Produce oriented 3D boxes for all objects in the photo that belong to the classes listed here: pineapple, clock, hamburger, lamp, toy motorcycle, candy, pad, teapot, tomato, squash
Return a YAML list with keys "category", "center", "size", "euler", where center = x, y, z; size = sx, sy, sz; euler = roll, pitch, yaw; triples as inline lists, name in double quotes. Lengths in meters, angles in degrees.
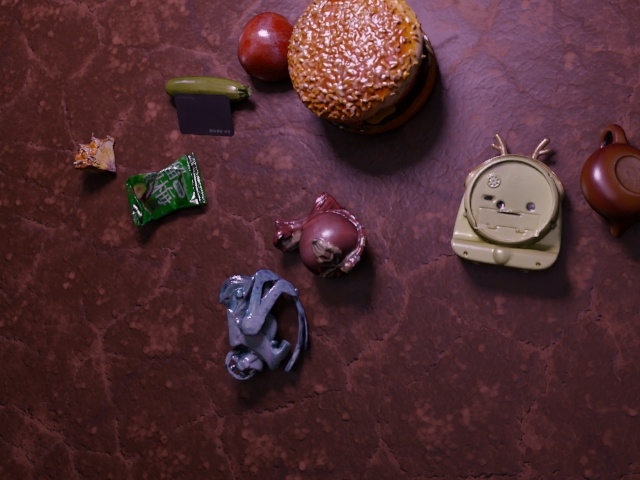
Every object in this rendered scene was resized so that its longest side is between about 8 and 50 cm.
- category: "pineapple"
  center: [-0.589, -0.222, 1.969]
  size: [0.069, 0.116, 0.137]
  euler: [-5, 40, 38]
- category: "clock"
  center: [0.425, -0.089, 1.638]
  size: [0.235, 0.096, 0.308]
  euler: [8, 86, 18]
- category: "hamburger"
  center: [0.093, -0.412, 1.691]
  size: [0.330, 0.250, 0.330]
  euler: [-2, 83, 17]
- category: "lamp"
  center: [0.006, 0.009, 1.742]
  size: [0.215, 0.151, 0.223]
  euler: [-30, 34, 7]
- category: "toy motorcycle"
  center: [-0.136, 0.199, 1.765]
  size: [0.206, 0.154, 0.260]
  euler: [-5, 90, -7]
- category: "candy"
  center: [-0.402, -0.132, 1.909]
  size: [0.203, 0.078, 0.141]
  euler: [-19, 90, 3]
- category: "pad"
  center: [-0.302, -0.325, 1.901]
  size: [0.157, 0.003, 0.112]
  euler: [5, 120, 18]
- category: "teapot"
  center: [0.629, -0.131, 1.573]
  size: [0.178, 0.135, 0.252]
  euler: [8, 65, -15]
- category: "tomato"
  center: [-0.124, -0.481, 1.819]
  size: [0.167, 0.167, 0.167]
  euler: [-2, 84, 17]
- category: "squash"
  center: [-0.286, -0.390, 1.901]
  size: [0.252, 0.066, 0.066]
  euler: [7, 87, 17]
